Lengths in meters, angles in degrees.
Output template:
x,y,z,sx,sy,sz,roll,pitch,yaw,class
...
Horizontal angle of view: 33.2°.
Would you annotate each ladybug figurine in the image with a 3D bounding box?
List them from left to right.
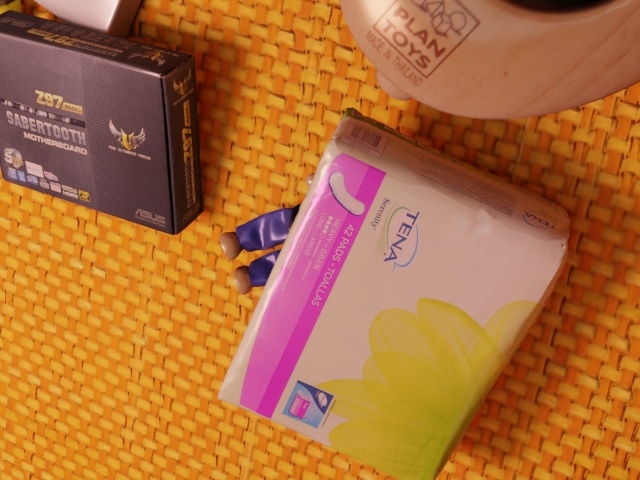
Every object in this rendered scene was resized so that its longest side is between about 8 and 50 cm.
x,y,z,sx,sy,sz,roll,pitch,yaw,class
0.193,-0.280,0.769,0.305,0.162,0.449,44,111,-2,ladybug figurine

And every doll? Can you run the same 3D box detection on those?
x,y,z,sx,sy,sz,roll,pitch,yaw,class
0.000,0.000,1.043,0.189,0.046,0.129,-19,92,24,doll

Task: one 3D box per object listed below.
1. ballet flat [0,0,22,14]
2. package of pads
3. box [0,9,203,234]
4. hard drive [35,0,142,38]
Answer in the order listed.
x,y,z,sx,sy,sz,roll,pitch,yaw,class
-0.423,-0.243,1.178,0.231,0.077,0.077,11,126,22,ballet flat
0.066,0.061,0.967,0.229,0.101,0.296,24,116,0,package of pads
-0.233,-0.121,1.095,0.232,0.059,0.183,17,127,21,box
-0.300,-0.386,1.083,0.353,0.047,0.233,36,118,14,hard drive
